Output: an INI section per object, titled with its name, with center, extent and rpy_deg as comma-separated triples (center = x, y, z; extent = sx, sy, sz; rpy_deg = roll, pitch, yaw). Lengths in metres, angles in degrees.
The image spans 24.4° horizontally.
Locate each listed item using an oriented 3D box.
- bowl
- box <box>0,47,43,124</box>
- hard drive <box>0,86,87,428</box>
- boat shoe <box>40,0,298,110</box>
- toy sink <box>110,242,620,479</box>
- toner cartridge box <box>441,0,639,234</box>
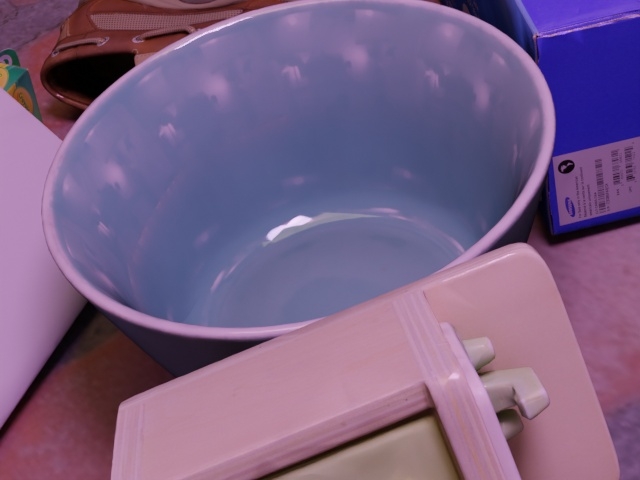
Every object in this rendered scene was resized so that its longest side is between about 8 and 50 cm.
[bowl]
center = 0.000, 0.000, 0.932
extent = 0.312, 0.163, 0.311
rpy_deg = -9, 41, 8
[box]
center = -0.259, -0.055, 1.117
extent = 0.043, 0.105, 0.179
rpy_deg = 13, 48, 19
[hard drive]
center = -0.273, 0.029, 0.970
extent = 0.040, 0.210, 0.318
rpy_deg = -30, 23, 47
[boat shoe]
center = -0.087, -0.123, 1.141
extent = 0.324, 0.122, 0.120
rpy_deg = 12, 53, 39
[toy sink]
center = 0.035, 0.124, 0.722
extent = 0.234, 0.152, 0.131
rpy_deg = -21, 17, 1
[toner cartridge box]
center = 0.146, -0.177, 1.072
extent = 0.075, 0.165, 0.347
rpy_deg = -13, 39, -2
